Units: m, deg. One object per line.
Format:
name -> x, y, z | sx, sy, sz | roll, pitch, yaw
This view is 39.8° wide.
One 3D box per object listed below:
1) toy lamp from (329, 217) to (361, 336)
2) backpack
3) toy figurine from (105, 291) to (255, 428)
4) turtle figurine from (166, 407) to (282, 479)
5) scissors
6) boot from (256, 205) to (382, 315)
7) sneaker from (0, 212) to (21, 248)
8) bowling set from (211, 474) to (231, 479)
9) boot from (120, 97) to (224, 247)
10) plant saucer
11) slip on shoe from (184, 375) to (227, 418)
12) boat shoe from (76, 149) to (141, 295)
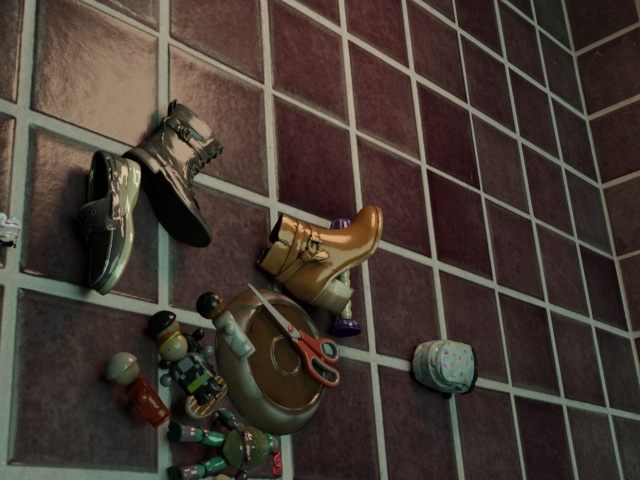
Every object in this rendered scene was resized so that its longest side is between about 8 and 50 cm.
toy lamp -> 0.055, 0.082, 2.039 | 0.080, 0.080, 0.275 | 19, 58, -44
backpack -> 0.312, 0.307, 2.205 | 0.182, 0.115, 0.152 | 17, 63, -42
toy figurine -> -0.241, 0.196, 1.527 | 0.148, 0.209, 0.213 | 54, 39, -8
turtle figurine -> -0.162, 0.381, 1.610 | 0.234, 0.118, 0.175 | 7, 56, -38
scissors -> -0.055, 0.201, 1.819 | 0.297, 0.021, 0.109 | 40, 47, -33
boot -> 0.000, 0.000, 1.946 | 0.220, 0.109, 0.283 | 32, 74, -15
sneaker -> -0.529, -0.015, 1.423 | 0.098, 0.038, 0.069 | 23, 55, -42
bowling set -> -0.093, 0.533, 1.534 | 0.287, 0.154, 0.200 | 21, 19, -38
boot -> -0.258, -0.140, 1.766 | 0.263, 0.091, 0.229 | 54, 40, -14
plant saucer -> -0.084, 0.242, 1.822 | 0.310, 0.050, 0.311 | 27, 52, -41
slip on shoe -> -0.217, 0.290, 1.617 | 0.051, 0.041, 0.135 | 61, 23, -8
boat shoe -> -0.385, -0.037, 1.563 | 0.092, 0.103, 0.285 | 27, 49, -34
